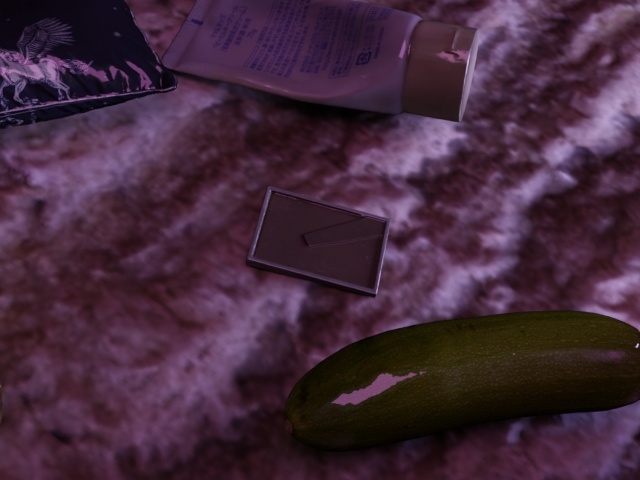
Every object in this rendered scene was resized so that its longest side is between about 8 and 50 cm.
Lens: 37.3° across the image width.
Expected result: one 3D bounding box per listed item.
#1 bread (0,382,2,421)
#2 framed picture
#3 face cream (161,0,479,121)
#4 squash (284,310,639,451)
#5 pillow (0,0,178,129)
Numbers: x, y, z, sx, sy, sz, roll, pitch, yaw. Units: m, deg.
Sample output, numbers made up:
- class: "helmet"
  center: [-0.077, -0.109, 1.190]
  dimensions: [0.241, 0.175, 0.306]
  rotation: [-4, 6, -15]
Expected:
- class: "bread"
  center: [-0.273, 0.006, 0.444]
  dimensions: [0.184, 0.211, 0.224]
  rotation: [-28, 60, -36]
- class: "framed picture"
  center: [0.000, 0.000, 0.636]
  dimensions: [0.089, 0.006, 0.066]
  rotation: [14, 53, -3]
- class: "face cream"
  center: [0.003, -0.145, 0.716]
  dimensions: [0.224, 0.070, 0.114]
  rotation: [12, 52, 11]
- class: "squash"
  center: [0.099, 0.079, 0.567]
  dimensions: [0.258, 0.069, 0.069]
  rotation: [-5, 57, -18]
- class: "pillow"
  center: [-0.218, -0.126, 0.649]
  dimensions: [0.208, 0.055, 0.141]
  rotation: [-15, 52, -23]
